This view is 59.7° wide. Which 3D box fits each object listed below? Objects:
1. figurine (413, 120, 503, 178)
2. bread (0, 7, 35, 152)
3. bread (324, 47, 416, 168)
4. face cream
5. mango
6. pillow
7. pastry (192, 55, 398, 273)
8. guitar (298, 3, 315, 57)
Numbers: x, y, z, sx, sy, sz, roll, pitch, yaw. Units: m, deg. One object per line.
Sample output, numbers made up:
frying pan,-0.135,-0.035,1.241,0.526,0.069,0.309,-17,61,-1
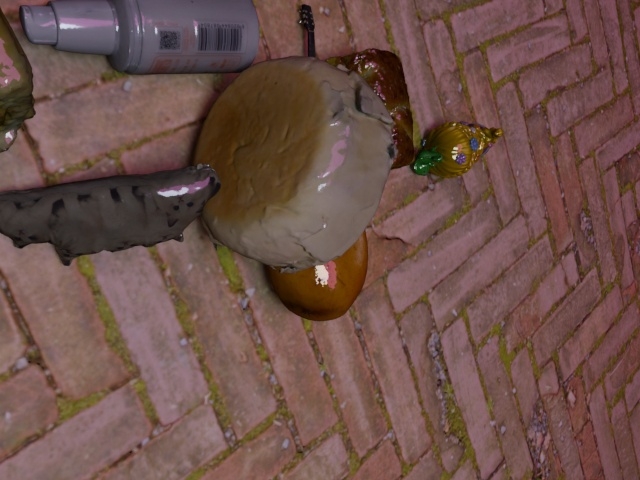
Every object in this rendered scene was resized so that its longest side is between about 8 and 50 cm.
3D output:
figurine,0.235,-0.158,0.949,0.156,0.115,0.095,-19,91,-34
bread,-0.359,-0.179,0.428,0.196,0.238,0.252,-26,100,-22
bread,0.080,-0.189,0.832,0.132,0.103,0.172,-15,97,-57
face cream,-0.197,-0.236,0.623,0.251,0.101,0.101,-14,98,-36
mango,0.000,0.000,0.766,0.145,0.112,0.219,8,82,-36
pillow,-0.224,-0.024,0.600,0.241,0.051,0.093,-11,121,-14
pastry,-0.037,-0.089,0.655,0.133,0.265,0.265,28,73,-48
guitar,-0.017,-0.224,0.808,0.088,0.025,0.233,-3,91,-38
